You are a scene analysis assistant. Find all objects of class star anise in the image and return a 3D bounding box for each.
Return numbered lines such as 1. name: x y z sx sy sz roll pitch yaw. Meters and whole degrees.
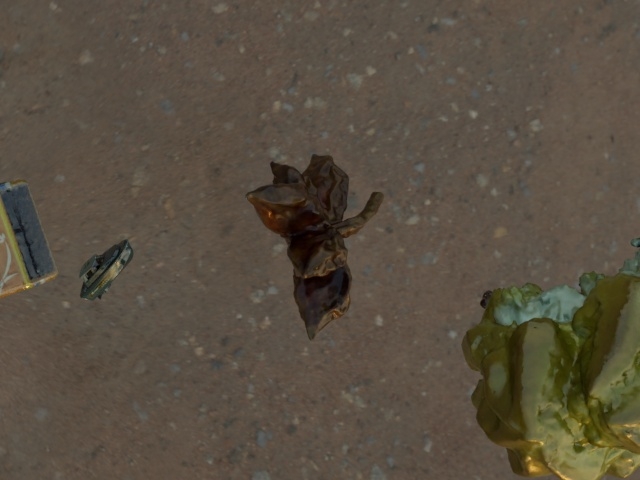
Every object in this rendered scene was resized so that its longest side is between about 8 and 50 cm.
1. star anise: -0.006 0.000 0.842 0.196 0.111 0.213 12 79 -65

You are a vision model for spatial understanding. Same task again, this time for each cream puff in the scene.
1. cream puff: 0.208 0.113 0.621 0.194 0.221 0.195 21 57 -37

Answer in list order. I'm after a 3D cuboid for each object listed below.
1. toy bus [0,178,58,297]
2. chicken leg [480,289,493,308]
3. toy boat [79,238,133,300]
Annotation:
1. toy bus: -0.516 0.005 1.129 0.194 0.323 0.162 -22 104 -29
2. chicken leg: 0.246 0.149 0.886 0.219 0.089 0.048 46 42 2
3. toy boat: -0.368 0.045 1.352 0.060 0.141 0.055 34 30 -26
